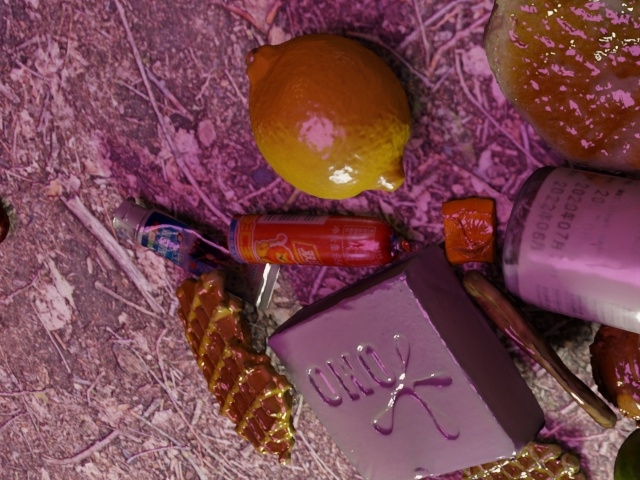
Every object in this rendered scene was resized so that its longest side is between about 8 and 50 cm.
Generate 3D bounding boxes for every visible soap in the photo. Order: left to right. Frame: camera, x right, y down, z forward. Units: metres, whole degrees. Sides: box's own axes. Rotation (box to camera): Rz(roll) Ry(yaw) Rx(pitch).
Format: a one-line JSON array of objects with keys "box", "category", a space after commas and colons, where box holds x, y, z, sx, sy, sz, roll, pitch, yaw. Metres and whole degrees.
[{"box": [0.112, 0.183, 1.288, 0.296, 0.107, 0.285, -31, 96, 45], "category": "soap"}]

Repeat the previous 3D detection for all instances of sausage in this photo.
[{"box": [0.000, 0.000, 1.289, 0.274, 0.074, 0.074, 1, 115, 30], "category": "sausage"}]

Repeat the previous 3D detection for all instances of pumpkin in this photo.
[{"box": [0.186, -0.004, 1.195, 0.073, 0.035, 0.101, 5, 119, 33], "category": "pumpkin"}]

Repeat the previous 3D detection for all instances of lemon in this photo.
[{"box": [0.010, -0.150, 1.132, 0.244, 0.187, 0.187, 41, 129, 12], "category": "lemon"}]

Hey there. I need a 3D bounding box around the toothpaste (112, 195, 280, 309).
[{"box": [-0.188, 0.014, 1.430, 0.266, 0.061, 0.096, 26, 126, 10], "category": "toothpaste"}]

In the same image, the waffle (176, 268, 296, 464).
[{"box": [-0.127, 0.188, 1.411, 0.281, 0.058, 0.301, -11, 104, 63], "category": "waffle"}]

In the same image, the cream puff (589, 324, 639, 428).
[{"box": [0.375, 0.143, 1.102, 0.103, 0.126, 0.144, -11, 106, 60], "category": "cream puff"}]

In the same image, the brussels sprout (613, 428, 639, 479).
[{"box": [0.437, 0.290, 1.134, 0.161, 0.144, 0.181, -4, 112, -9], "category": "brussels sprout"}]

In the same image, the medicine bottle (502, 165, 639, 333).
[{"box": [0.349, 0.018, 1.013, 0.273, 0.165, 0.165, 13, 121, 30], "category": "medicine bottle"}]

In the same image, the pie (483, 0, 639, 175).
[{"box": [0.314, -0.199, 0.960, 0.323, 0.070, 0.323, 23, 137, 24], "category": "pie"}]

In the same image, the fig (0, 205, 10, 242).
[{"box": [-0.595, -0.039, 1.642, 0.125, 0.089, 0.089, 36, 134, 46], "category": "fig"}]

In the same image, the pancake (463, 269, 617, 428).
[{"box": [0.259, 0.129, 1.116, 0.031, 0.250, 0.250, -43, 88, 3], "category": "pancake"}]

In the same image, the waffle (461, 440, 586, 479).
[{"box": [0.285, 0.347, 1.321, 0.183, 0.036, 0.169, 4, 118, 31], "category": "waffle"}]
